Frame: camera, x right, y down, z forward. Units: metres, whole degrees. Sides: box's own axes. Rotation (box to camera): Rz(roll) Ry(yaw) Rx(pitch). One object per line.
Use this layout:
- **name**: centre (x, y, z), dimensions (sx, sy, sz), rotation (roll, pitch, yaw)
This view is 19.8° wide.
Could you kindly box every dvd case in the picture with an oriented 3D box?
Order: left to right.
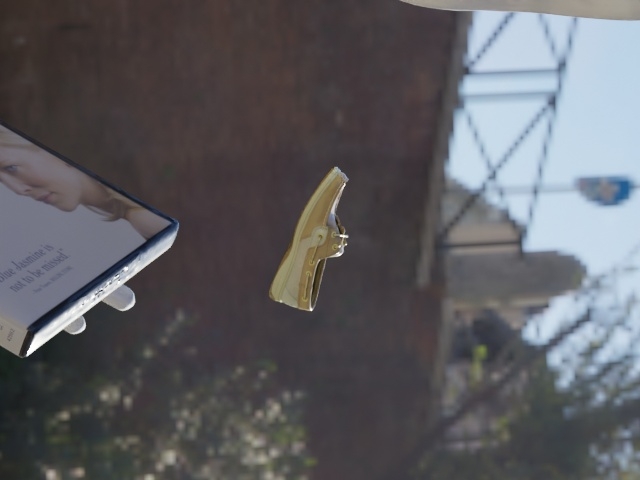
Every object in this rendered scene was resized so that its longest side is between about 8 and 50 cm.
- **dvd case**: centre (-0.225, -0.035, 1.041), dimensions (0.180, 0.253, 0.022), rotation (-42, 159, -60)

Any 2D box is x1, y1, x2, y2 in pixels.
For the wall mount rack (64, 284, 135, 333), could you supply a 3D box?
- **wall mount rack**: centre (-0.314, 0.025, 1.346), dimensions (0.350, 0.304, 0.130), rotation (159, -81, -71)

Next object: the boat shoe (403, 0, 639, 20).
- **boat shoe**: centre (0.162, -0.237, 1.511), dimensions (0.095, 0.258, 0.084), rotation (-87, 180, -66)

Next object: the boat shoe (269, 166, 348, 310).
- **boat shoe**: centre (0.000, 0.000, 1.598), dimensions (0.135, 0.045, 0.050), rotation (-67, 172, 26)
